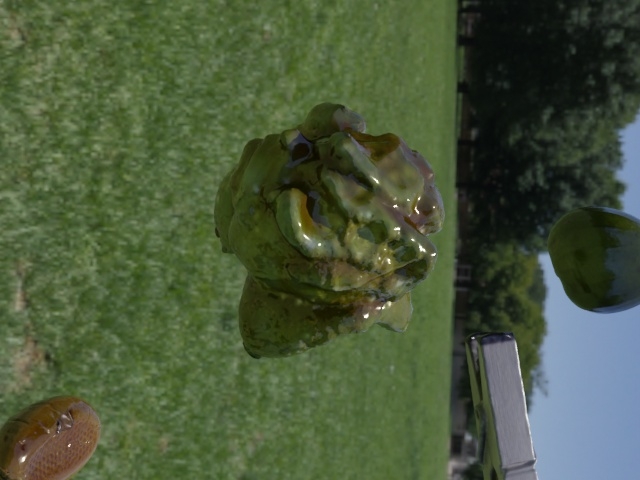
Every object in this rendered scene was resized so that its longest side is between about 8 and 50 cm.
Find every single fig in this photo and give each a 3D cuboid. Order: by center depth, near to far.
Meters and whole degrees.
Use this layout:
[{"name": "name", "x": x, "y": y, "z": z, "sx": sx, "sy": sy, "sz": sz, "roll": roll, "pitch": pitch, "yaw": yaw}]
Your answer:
[{"name": "fig", "x": 0.534, "y": 0.026, "z": 1.658, "sx": 0.203, "sy": 0.225, "sz": 0.202, "roll": 34, "pitch": 49, "yaw": -53}]

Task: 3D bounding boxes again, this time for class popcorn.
[{"name": "popcorn", "x": 0.009, "y": 0.006, "z": 1.152, "sx": 0.325, "sy": 0.321, "sz": 0.290, "roll": -51, "pitch": -178, "yaw": -14}]

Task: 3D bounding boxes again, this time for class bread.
[{"name": "bread", "x": -0.340, "y": 0.250, "z": 1.118, "sx": 0.189, "sy": 0.078, "sz": 0.114, "roll": -11, "pitch": 116, "yaw": -67}]

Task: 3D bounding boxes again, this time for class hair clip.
[{"name": "hair clip", "x": 0.302, "y": 0.317, "z": 1.533, "sx": 0.101, "sy": 0.085, "sz": 0.330, "roll": 165, "pitch": -80, "yaw": -72}]
